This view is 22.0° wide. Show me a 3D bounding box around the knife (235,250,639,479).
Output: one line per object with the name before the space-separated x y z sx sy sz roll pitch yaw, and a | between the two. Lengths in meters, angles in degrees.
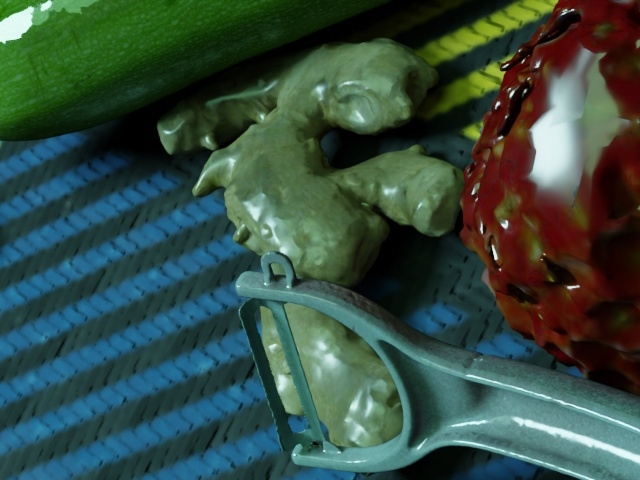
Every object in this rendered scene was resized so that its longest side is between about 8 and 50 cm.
knife | 0.090 0.071 0.649 0.278 0.123 0.053 13 48 36

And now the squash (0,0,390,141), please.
squash | -0.056 -0.142 0.865 0.395 0.107 0.107 -21 58 11

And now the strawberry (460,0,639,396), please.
strawberry | 0.130 -0.040 0.669 0.234 0.178 0.233 -6 80 34

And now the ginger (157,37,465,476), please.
ginger | 0.012 -0.010 0.820 0.149 0.065 0.258 -32 52 12
